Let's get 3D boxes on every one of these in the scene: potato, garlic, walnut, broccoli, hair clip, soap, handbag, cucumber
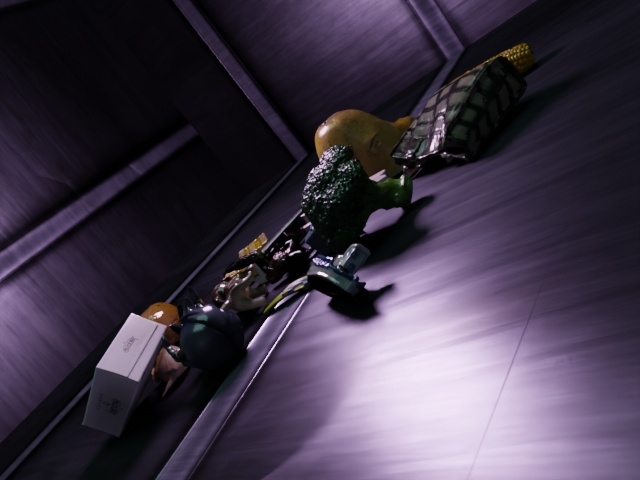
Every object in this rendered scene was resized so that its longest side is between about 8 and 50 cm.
[{"bbox_3d":[0.176,-0.362,1.923,0.397,0.296,0.290,-42,16,-5],"label":"potato"},{"bbox_3d":[-0.438,0.376,1.604,0.129,0.090,0.198,-59,24,-12],"label":"garlic"},{"bbox_3d":[-0.572,0.312,1.955,0.167,0.167,0.207,-34,17,19],"label":"walnut"},{"bbox_3d":[0.094,-0.100,1.470,0.297,0.298,0.297,0,15,-3],"label":"broccoli"},{"bbox_3d":[-0.087,0.145,1.512,0.188,0.033,0.060,-34,12,16],"label":"hair clip"},{"bbox_3d":[-0.242,0.050,2.111,0.135,0.076,0.233,-39,13,-3],"label":"soap"},{"bbox_3d":[0.392,-0.347,1.618,0.327,0.162,0.325,-53,15,-21],"label":"handbag"},{"bbox_3d":[-0.242,0.072,1.687,0.163,0.039,0.043,-24,59,32],"label":"cucumber"},{"bbox_3d":[0.086,-0.112,1.778,0.330,0.085,0.101,-29,18,12],"label":"hair clip"}]

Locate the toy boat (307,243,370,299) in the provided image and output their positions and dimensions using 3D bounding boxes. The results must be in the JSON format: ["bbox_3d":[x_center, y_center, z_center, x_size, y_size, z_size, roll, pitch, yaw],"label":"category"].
[{"bbox_3d":[0.044,0.064,1.251,0.115,0.114,0.262,-56,14,-15],"label":"toy boat"}]

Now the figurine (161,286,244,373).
[{"bbox_3d":[-0.309,0.245,1.457,0.265,0.175,0.197,-19,50,58],"label":"figurine"}]

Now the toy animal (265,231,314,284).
[{"bbox_3d":[-0.091,0.062,1.702,0.180,0.116,0.218,-64,15,2],"label":"toy animal"}]

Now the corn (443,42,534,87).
[{"bbox_3d":[0.560,-0.550,1.890,0.363,0.120,0.120,-31,16,24],"label":"corn"}]

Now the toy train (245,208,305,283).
[{"bbox_3d":[-0.111,-0.008,1.953,0.088,0.086,0.407,-30,15,51],"label":"toy train"}]

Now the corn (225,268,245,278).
[{"bbox_3d":[-0.253,0.101,1.963,0.207,0.068,0.068,-30,14,-3],"label":"corn"}]

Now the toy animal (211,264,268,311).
[{"bbox_3d":[-0.246,0.163,1.675,0.168,0.121,0.233,-29,10,-11],"label":"toy animal"}]

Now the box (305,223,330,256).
[{"bbox_3d":[0.000,0.000,1.627,0.054,0.099,0.074,-50,11,15],"label":"box"}]

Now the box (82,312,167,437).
[{"bbox_3d":[-0.535,0.369,1.503,0.203,0.116,0.274,-76,11,-53],"label":"box"}]
